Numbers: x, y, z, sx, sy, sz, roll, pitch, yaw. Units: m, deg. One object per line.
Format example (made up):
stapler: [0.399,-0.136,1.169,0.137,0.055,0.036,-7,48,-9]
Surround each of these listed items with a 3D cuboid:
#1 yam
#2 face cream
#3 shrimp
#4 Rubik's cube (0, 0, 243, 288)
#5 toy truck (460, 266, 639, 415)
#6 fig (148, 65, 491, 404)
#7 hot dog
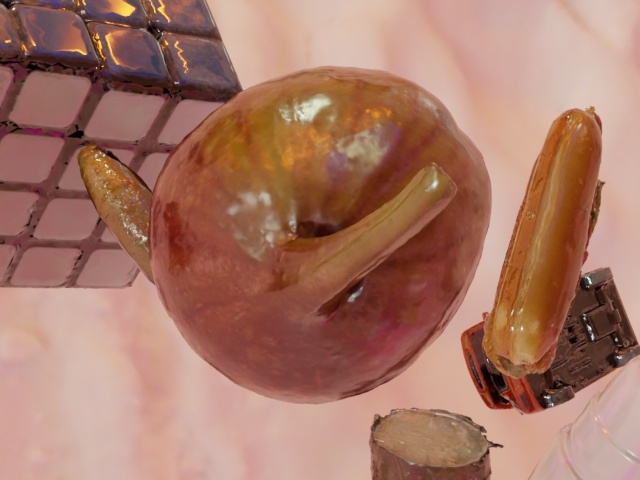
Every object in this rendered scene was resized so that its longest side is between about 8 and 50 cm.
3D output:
yam: [0.112,0.309,1.451,0.131,0.131,0.280,-21,114,-46]
face cream: [0.162,0.218,0.999,0.102,0.346,0.102,20,28,-11]
shrimp: [-0.123,0.009,1.316,0.262,0.066,0.117,53,19,15]
Rubik's cube: [-0.334,-0.176,1.594,0.337,0.344,0.344,3,47,-33]
toy truck: [0.228,0.106,1.500,0.252,0.114,0.108,-16,85,-53]
fig: [-0.004,0.004,0.705,0.175,0.175,0.207,49,14,-9]
hot dog: [0.181,-0.006,1.149,0.062,0.092,0.236,16,71,7]
